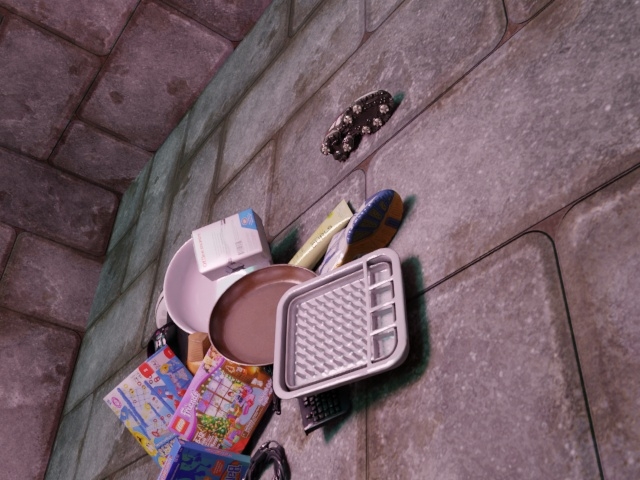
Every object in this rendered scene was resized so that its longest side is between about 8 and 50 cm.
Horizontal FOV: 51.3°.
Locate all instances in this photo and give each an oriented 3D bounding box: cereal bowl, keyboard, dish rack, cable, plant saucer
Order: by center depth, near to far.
[{"bbox_3d":[0.050,0.188,1.428,0.333,0.072,0.285,-24,46,27],"label":"dish rack"},{"bbox_3d":[-0.045,0.309,1.545,0.202,0.033,0.317,-32,36,12],"label":"keyboard"},{"bbox_3d":[-0.136,0.572,1.563,0.184,0.047,0.150,-55,34,15],"label":"cable"},{"bbox_3d":[-0.121,0.187,1.634,0.311,0.050,0.310,-10,45,11],"label":"plant saucer"},{"bbox_3d":[-0.279,0.138,1.960,0.339,0.141,0.338,-7,66,17],"label":"cereal bowl"}]

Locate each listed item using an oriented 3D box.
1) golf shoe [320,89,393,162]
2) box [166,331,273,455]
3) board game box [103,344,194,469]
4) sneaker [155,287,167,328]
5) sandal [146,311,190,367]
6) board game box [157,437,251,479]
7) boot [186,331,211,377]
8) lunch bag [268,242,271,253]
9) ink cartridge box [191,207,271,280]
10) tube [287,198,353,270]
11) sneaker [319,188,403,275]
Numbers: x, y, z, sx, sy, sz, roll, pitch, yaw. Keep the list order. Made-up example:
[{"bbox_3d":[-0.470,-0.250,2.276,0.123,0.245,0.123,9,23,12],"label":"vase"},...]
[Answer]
[{"bbox_3d":[0.094,-0.336,1.819,0.273,0.105,0.120,-38,31,41],"label":"golf shoe"},{"bbox_3d":[-0.234,0.399,1.697,0.293,0.201,0.057,-62,-2,8],"label":"box"},{"bbox_3d":[-0.430,0.486,1.874,0.308,0.302,0.086,-40,-1,41],"label":"board game box"},{"bbox_3d":[-0.422,0.245,2.185,0.447,0.169,0.257,-42,34,34],"label":"sneaker"},{"bbox_3d":[-0.489,0.400,2.112,0.168,0.107,0.445,27,111,47],"label":"sandal"},{"bbox_3d":[-0.285,0.585,1.627,0.047,0.210,0.160,25,91,62],"label":"board game box"},{"bbox_3d":[-0.232,0.369,1.819,0.104,0.295,0.211,-44,-43,-58],"label":"boot"},{"bbox_3d":[-0.200,0.037,2.070,0.065,0.067,0.098,-51,30,26],"label":"lunch bag"},{"bbox_3d":[-0.250,0.013,1.875,0.191,0.082,0.139,-21,65,10],"label":"ink cartridge box"},{"bbox_3d":[0.000,0.000,1.763,0.070,0.062,0.240,46,108,18],"label":"tube"},{"bbox_3d":[0.078,-0.007,1.569,0.296,0.112,0.131,-57,28,15],"label":"sneaker"}]
